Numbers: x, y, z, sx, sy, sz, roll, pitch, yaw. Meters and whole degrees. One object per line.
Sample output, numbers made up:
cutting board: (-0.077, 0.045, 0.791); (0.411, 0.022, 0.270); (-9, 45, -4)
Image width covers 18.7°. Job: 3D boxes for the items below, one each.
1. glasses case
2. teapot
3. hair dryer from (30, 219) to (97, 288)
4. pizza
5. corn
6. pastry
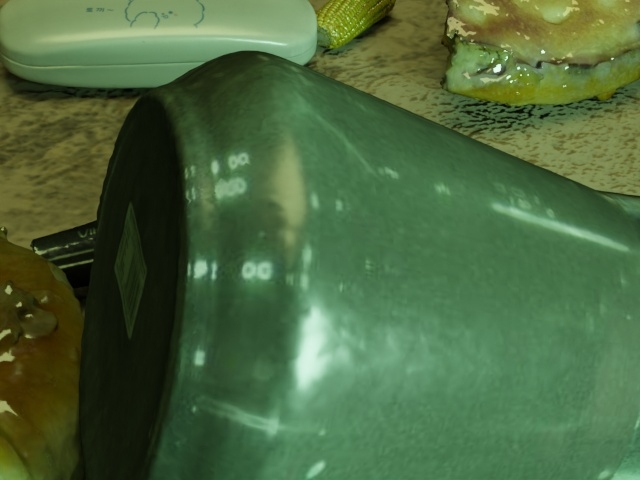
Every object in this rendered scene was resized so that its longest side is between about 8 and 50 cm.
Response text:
glasses case: (-0.118, -0.152, 1.417); (0.233, 0.059, 0.092); (-1, 36, -8)
teapot: (0.060, 0.047, 0.987); (0.344, 0.253, 0.300); (8, 10, -19)
hair dryer: (-0.060, 0.045, 1.134); (0.195, 0.075, 0.219); (-14, 44, -6)
pizza: (0.189, -0.177, 1.460); (0.305, 0.086, 0.161); (-29, 68, -35)
corn: (0.025, -0.175, 1.485); (0.037, 0.037, 0.092); (23, 43, 26)
pastry: (-0.230, 0.074, 1.029); (0.235, 0.121, 0.257); (-14, 39, -24)
